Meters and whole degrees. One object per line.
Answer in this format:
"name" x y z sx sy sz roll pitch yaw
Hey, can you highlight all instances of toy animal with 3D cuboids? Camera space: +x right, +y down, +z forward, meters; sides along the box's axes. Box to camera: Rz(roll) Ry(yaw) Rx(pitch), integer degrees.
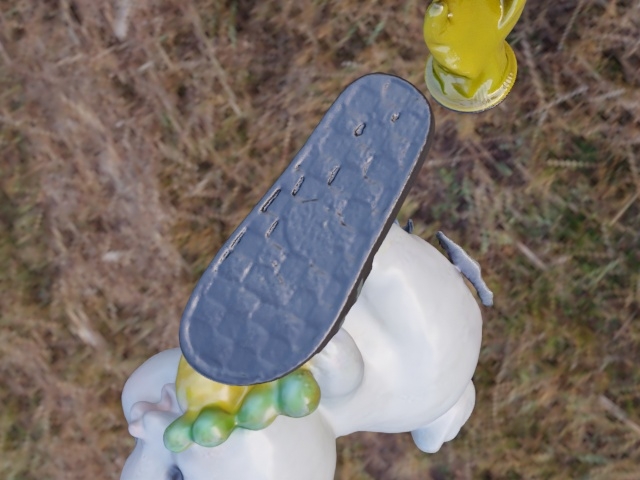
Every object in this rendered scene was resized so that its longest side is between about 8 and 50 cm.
"toy animal" -0.027 0.123 0.893 0.182 0.310 0.247 28 159 38

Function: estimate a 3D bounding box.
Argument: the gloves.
"gloves" 0.175 -0.262 1.484 0.116 0.133 0.294 18 163 13

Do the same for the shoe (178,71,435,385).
"shoe" 0.000 0.000 0.649 0.071 0.179 0.049 31 173 14
